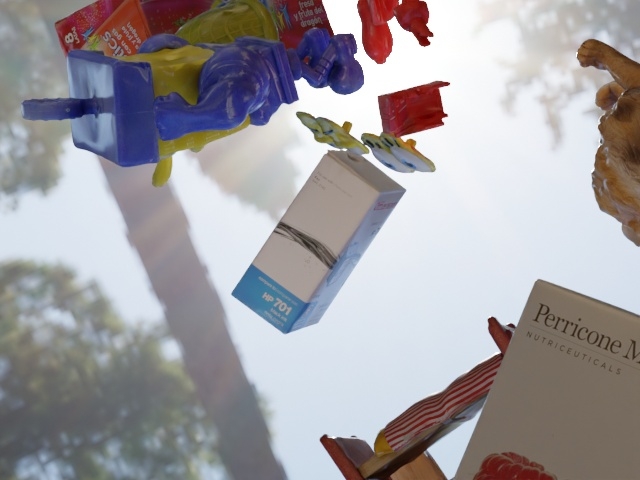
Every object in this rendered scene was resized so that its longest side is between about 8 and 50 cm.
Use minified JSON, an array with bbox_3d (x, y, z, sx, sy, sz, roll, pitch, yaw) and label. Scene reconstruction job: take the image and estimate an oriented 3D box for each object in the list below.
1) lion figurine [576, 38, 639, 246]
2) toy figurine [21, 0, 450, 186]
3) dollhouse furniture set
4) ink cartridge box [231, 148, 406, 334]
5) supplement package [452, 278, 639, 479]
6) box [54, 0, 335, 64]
[{"bbox_3d":[0.435,-0.159,1.844,0.392,0.142,0.240,-33,-137,-8],"label":"lion figurine"},{"bbox_3d":[-0.098,-0.127,1.109,0.217,0.191,0.362,-16,-162,-21],"label":"toy figurine"},{"bbox_3d":[0.160,0.205,1.689,0.201,0.152,0.374,-36,165,7],"label":"dollhouse furniture set"},{"bbox_3d":[0.000,0.000,1.905,0.191,0.082,0.139,-55,169,12],"label":"ink cartridge box"},{"bbox_3d":[0.172,0.198,0.975,0.177,0.175,0.293,22,-91,39],"label":"supplement package"},{"bbox_3d":[-0.119,-0.202,1.716,0.128,0.123,0.257,-18,-176,43],"label":"box"}]
